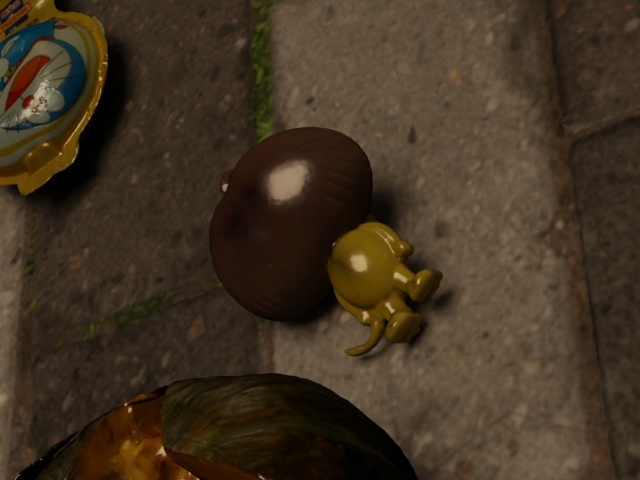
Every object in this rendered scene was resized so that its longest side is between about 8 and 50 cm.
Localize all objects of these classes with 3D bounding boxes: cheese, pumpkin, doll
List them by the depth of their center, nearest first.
[{"bbox_3d":[-0.074,0.219,0.985,0.320,0.192,0.320,-32,33,24],"label":"pumpkin"},{"bbox_3d":[-0.003,0.008,1.156,0.145,0.096,0.188,-44,70,30],"label":"doll"},{"bbox_3d":[-0.261,-0.151,1.459,0.177,0.069,0.270,-34,49,19],"label":"cheese"}]
